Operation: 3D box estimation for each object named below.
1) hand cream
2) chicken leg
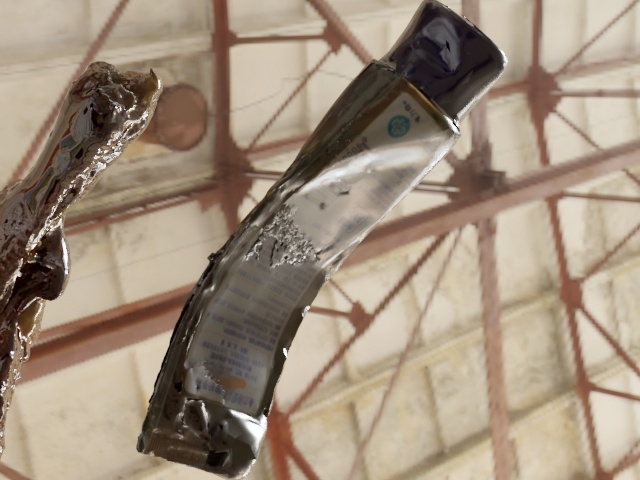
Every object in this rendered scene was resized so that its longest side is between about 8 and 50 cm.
[{"bbox_3d":[0.000,0.000,0.387,0.163,0.039,0.062,-56,-30,1],"label":"hand cream"},{"bbox_3d":[-0.205,0.049,0.751,0.096,0.158,0.407,16,-63,-28],"label":"chicken leg"}]
